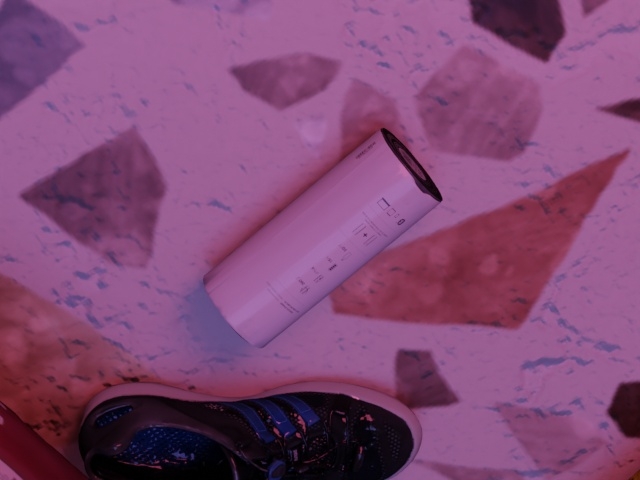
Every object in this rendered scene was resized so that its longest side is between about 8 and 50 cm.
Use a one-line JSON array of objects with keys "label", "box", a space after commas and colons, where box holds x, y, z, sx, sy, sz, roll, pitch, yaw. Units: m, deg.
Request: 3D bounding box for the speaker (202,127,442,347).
[{"label": "speaker", "box": [0.000, 0.000, 1.075, 0.136, 0.055, 0.055, -40, 112, 11]}]

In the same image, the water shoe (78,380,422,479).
[{"label": "water shoe", "box": [-0.039, 0.129, 1.114, 0.203, 0.080, 0.073, 1, 114, -7]}]

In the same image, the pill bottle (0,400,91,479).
[{"label": "pill bottle", "box": [-0.240, 0.171, 1.012, 0.224, 0.224, 0.392, -42, 105, 12]}]

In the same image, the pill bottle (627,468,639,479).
[{"label": "pill bottle", "box": [0.235, 0.177, 1.144, 0.117, 0.117, 0.208, 41, 104, -20]}]
